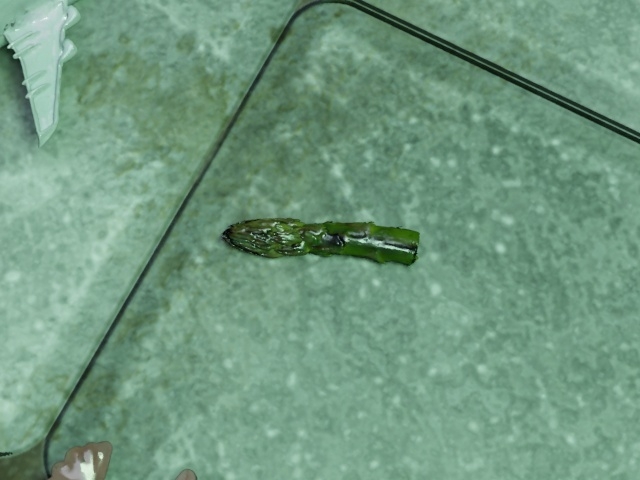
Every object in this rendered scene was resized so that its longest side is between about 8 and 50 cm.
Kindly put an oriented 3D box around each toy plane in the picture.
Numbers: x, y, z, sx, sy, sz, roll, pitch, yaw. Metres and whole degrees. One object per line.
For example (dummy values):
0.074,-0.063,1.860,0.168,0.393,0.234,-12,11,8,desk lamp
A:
-0.272,-0.200,1.529,0.255,0.101,0.251,-39,65,-12,toy plane

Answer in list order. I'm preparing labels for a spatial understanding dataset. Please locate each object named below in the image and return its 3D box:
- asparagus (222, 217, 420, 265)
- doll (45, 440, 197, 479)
0.000,0.000,1.501,0.165,0.030,0.036,2,99,0,asparagus
-0.138,0.277,1.376,0.211,0.093,0.262,-31,75,-7,doll
